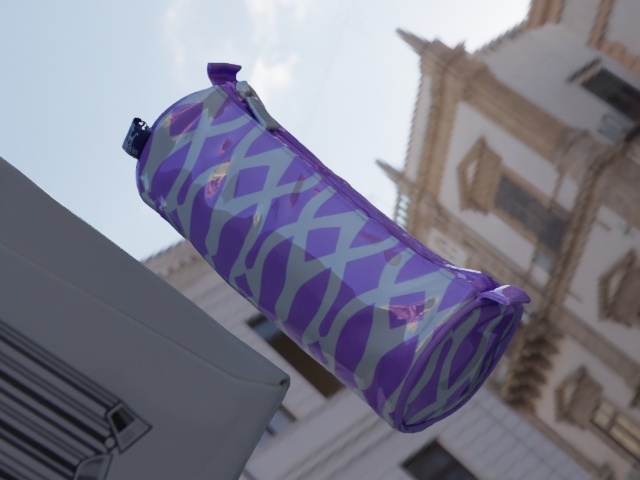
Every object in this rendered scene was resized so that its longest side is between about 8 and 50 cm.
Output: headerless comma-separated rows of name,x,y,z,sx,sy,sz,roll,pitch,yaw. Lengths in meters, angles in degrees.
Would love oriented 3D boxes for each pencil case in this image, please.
pencil case,0.000,0.000,0.560,0.086,0.206,0.088,-2,-53,-57

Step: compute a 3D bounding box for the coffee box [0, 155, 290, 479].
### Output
coffee box,-0.284,0.096,0.447,0.337,0.338,0.334,-59,21,-20
